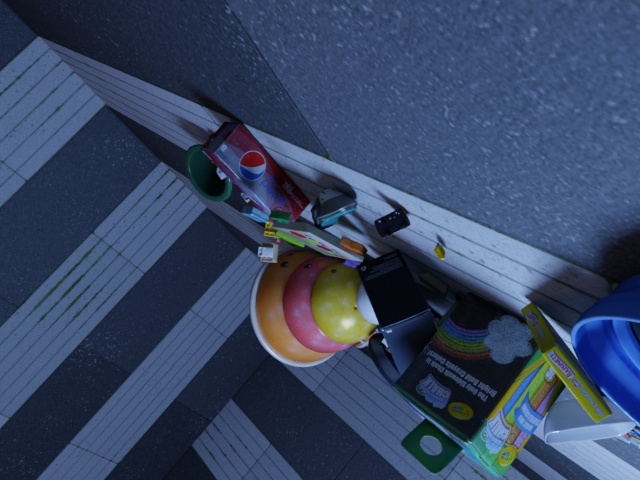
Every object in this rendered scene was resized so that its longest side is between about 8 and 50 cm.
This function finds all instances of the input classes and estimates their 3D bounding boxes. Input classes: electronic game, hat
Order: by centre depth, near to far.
[{"bbox_3d":[0.208,0.325,1.426,0.229,0.048,0.229,38,-161,-16],"label":"electronic game"},{"bbox_3d":[-0.269,-0.223,1.632,0.208,0.183,0.173,-5,114,44],"label":"hat"}]

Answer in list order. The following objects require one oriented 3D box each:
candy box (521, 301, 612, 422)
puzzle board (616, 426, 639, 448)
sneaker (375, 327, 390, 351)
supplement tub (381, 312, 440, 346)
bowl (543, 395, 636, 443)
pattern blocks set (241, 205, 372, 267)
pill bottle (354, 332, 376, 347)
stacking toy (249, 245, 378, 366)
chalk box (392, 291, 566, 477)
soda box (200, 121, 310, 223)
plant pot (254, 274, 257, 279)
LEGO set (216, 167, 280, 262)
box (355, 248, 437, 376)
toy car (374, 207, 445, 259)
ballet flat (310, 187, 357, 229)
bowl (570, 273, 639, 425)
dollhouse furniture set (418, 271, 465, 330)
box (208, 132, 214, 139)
[{"bbox_3d":[0.319,0.152,0.754,0.105,0.027,0.206,50,-165,3],"label":"candy box"},{"bbox_3d":[0.551,0.350,1.043,0.096,0.011,0.128,45,170,-18],"label":"puzzle board"},{"bbox_3d":[0.276,0.327,1.699,0.293,0.102,0.146,47,168,-27],"label":"sneaker"},{"bbox_3d":[0.260,0.259,1.352,0.199,0.144,0.144,39,170,11],"label":"supplement tub"},{"bbox_3d":[0.449,0.304,0.965,0.142,0.142,0.053,58,-155,-58],"label":"bowl"},{"bbox_3d":[0.000,0.000,1.227,0.285,0.026,0.324,12,168,44],"label":"pattern blocks set"},{"bbox_3d":[0.104,0.290,2.124,0.221,0.121,0.121,45,169,-15],"label":"pill bottle"},{"bbox_3d":[0.061,0.161,1.494,0.350,0.351,0.479,45,150,-20],"label":"stacking toy"},{"bbox_3d":[0.265,0.276,0.995,0.180,0.289,0.179,30,165,48],"label":"chalk box"},{"bbox_3d":[-0.143,-0.145,1.288,0.083,0.092,0.263,23,160,53],"label":"soda box"},{"bbox_3d":[-0.080,0.183,1.993,0.291,0.291,0.203,41,-174,2],"label":"plant pot"},{"bbox_3d":[-0.146,-0.085,1.447,0.287,0.132,0.107,63,176,3],"label":"LEGO set"},{"bbox_3d":[0.174,0.178,1.144,0.184,0.103,0.261,-105,-7,-51],"label":"box"},{"bbox_3d":[0.148,-0.003,0.935,0.122,0.060,0.040,47,-158,7],"label":"toy car"},{"bbox_3d":[0.016,-0.068,1.114,0.213,0.072,0.068,146,103,-77],"label":"ballet flat"},{"bbox_3d":[0.438,0.172,0.534,0.391,0.077,0.391,40,170,8],"label":"bowl"},{"bbox_3d":[0.224,0.127,1.112,0.114,0.081,0.091,38,169,19],"label":"dollhouse furniture set"},{"bbox_3d":[-0.258,-0.244,1.507,0.083,0.018,0.067,42,170,0],"label":"box"}]
